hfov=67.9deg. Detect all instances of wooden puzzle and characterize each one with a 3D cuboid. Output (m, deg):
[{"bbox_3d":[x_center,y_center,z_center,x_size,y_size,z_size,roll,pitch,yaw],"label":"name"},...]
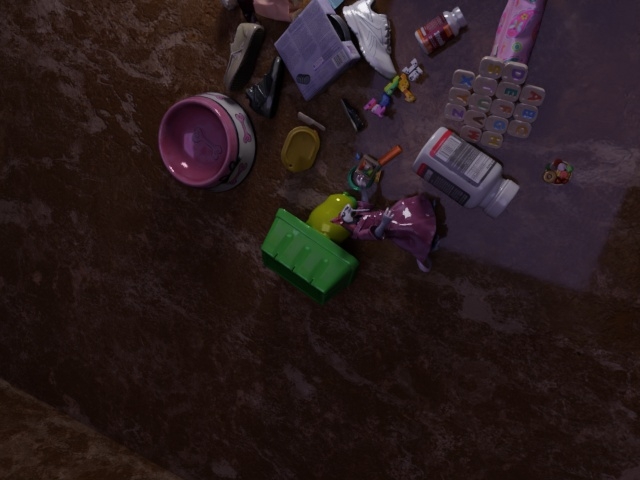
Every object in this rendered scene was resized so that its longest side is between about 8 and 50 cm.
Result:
[{"bbox_3d":[0.171,-0.264,1.725,0.116,0.014,0.079,29,111,15],"label":"wooden puzzle"}]

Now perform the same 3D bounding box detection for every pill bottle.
[{"bbox_3d":[0.388,-0.677,1.530,0.152,0.086,0.086,-29,90,25],"label":"pill bottle"},{"bbox_3d":[0.475,-0.213,1.551,0.318,0.176,0.176,38,113,10],"label":"pill bottle"}]

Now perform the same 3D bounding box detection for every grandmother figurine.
[{"bbox_3d":[-0.226,-0.867,1.728,0.342,0.104,0.208,22,123,18],"label":"grandmother figurine"}]

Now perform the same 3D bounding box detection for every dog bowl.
[{"bbox_3d":[-0.468,-0.388,1.903,0.408,0.150,0.408,5,103,20],"label":"dog bowl"}]

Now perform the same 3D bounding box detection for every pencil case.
[{"bbox_3d":[0.593,-0.637,1.438,0.124,0.124,0.284,19,108,17],"label":"pencil case"}]

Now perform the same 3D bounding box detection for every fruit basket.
[{"bbox_3d":[0.000,0.000,1.787,0.392,0.283,0.392,1,66,-3],"label":"fruit basket"}]

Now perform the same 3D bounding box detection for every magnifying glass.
[{"bbox_3d":[0.197,-0.267,1.735,0.231,0.026,0.092,-36,87,26],"label":"magnifying glass"}]

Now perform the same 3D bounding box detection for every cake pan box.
[{"bbox_3d":[-0.015,-0.666,1.662,0.267,0.070,0.246,-31,91,44],"label":"cake pan box"}]

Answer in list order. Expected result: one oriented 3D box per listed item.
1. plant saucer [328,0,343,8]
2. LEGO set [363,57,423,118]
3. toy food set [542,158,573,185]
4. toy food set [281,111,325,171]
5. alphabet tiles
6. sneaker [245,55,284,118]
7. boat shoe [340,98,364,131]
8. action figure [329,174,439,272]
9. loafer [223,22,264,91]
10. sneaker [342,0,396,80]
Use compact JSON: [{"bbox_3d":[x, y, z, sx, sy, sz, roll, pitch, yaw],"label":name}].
[{"bbox_3d":[0.103,-0.888,1.634,0.192,0.018,0.067,-36,87,24],"label":"plant saucer"},{"bbox_3d":[0.268,-0.496,1.623,0.227,0.087,0.093,-42,88,18],"label":"LEGO set"},{"bbox_3d":[0.762,-0.217,1.521,0.083,0.020,0.083,21,109,17],"label":"toy food set"},{"bbox_3d":[-0.068,-0.367,1.799,0.128,0.071,0.218,22,113,-9],"label":"toy food set"},{"bbox_3d":[0.537,-0.425,1.492,0.278,0.021,0.284,21,137,16],"label":"alphabet tiles"},{"bbox_3d":[-0.214,-0.587,1.790,0.130,0.087,0.228,22,115,9],"label":"sneaker"},{"bbox_3d":[0.113,-0.457,1.715,0.042,0.049,0.133,-28,83,-3],"label":"boat shoe"},{"bbox_3d":[0.216,-0.056,1.660,0.370,0.248,0.276,-1,129,-2],"label":"action figure"},{"bbox_3d":[-0.302,-0.694,1.798,0.092,0.102,0.268,39,114,18],"label":"loafer"},{"bbox_3d":[0.186,-0.683,1.601,0.129,0.111,0.297,-27,92,20],"label":"sneaker"}]
